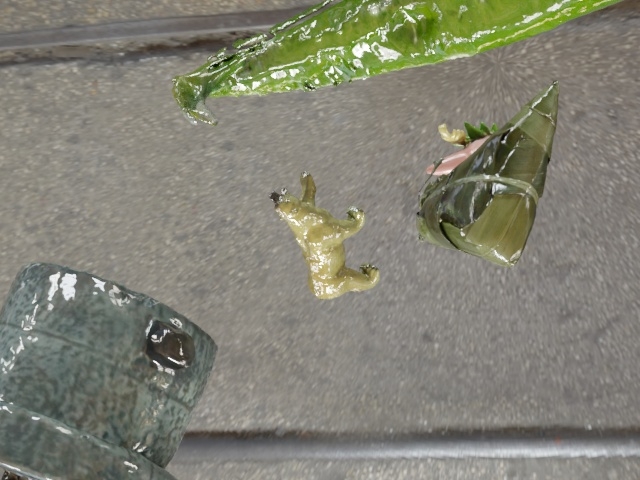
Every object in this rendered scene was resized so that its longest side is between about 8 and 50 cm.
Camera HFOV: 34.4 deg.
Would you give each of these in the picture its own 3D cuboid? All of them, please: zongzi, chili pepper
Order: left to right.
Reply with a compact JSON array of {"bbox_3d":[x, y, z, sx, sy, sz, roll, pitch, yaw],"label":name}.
[{"bbox_3d":[0.111,-0.048,0.684,0.055,0.109,0.119,20,89,-21],"label":"zongzi"},{"bbox_3d":[0.087,-0.130,0.517,0.359,0.085,0.076,-21,133,26],"label":"chili pepper"}]

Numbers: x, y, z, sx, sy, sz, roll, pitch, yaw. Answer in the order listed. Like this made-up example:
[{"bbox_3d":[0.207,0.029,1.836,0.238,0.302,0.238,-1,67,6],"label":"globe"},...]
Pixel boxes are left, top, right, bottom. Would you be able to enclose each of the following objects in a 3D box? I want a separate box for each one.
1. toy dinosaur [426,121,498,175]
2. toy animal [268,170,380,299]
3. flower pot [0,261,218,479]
[{"bbox_3d":[0.290,-0.117,1.899,0.194,0.177,0.152,22,123,14],"label":"toy dinosaur"},{"bbox_3d":[0.000,0.000,1.414,0.103,0.101,0.219,18,140,33],"label":"toy animal"},{"bbox_3d":[-0.248,0.204,1.094,0.299,0.299,0.283,20,70,6],"label":"flower pot"}]
